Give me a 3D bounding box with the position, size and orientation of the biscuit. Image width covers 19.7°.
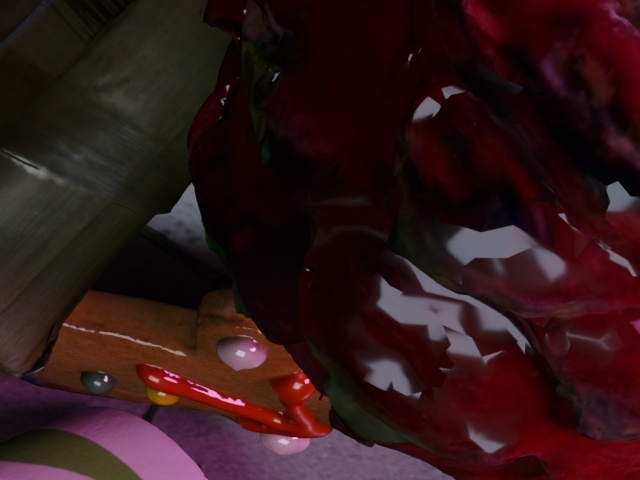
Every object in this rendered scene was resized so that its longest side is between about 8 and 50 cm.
[{"bbox_3d":[-0.051,0.078,1.082,0.324,0.049,0.205,8,159,5],"label":"biscuit"}]

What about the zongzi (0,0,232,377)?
[{"bbox_3d":[-0.152,-0.097,0.962,0.251,0.274,0.125,-45,131,1],"label":"zongzi"}]

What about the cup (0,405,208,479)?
[{"bbox_3d":[-0.201,0.238,1.137,0.253,0.274,0.253,19,123,32],"label":"cup"}]

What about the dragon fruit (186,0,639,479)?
[{"bbox_3d":[0.098,-0.047,0.771,0.329,0.329,0.329,8,136,8],"label":"dragon fruit"}]
